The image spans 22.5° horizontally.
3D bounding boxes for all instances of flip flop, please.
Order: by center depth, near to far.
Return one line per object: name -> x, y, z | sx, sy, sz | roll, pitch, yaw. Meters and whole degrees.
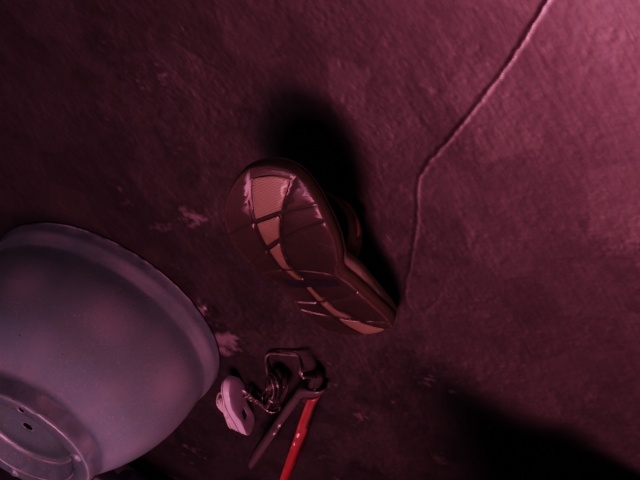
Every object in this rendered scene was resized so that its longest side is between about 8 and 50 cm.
flip flop -> 0.000, 0.000, 1.505 | 0.112, 0.080, 0.277 | 0, 150, 29

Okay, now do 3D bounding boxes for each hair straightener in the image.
hair straightener -> -0.052, 0.191, 1.791 | 0.089, 0.047, 0.230 | 26, 145, 6

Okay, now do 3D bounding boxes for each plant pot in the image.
plant pot -> -0.286, 0.152, 1.786 | 0.293, 0.196, 0.293 | 20, 144, 15

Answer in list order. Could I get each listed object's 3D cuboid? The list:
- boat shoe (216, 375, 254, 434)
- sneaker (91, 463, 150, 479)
boat shoe -> -0.103, 0.186, 1.836 | 0.035, 0.035, 0.100 | 11, 147, 22
sneaker -> -0.183, 0.359, 2.063 | 0.319, 0.112, 0.131 | 41, 129, -21
